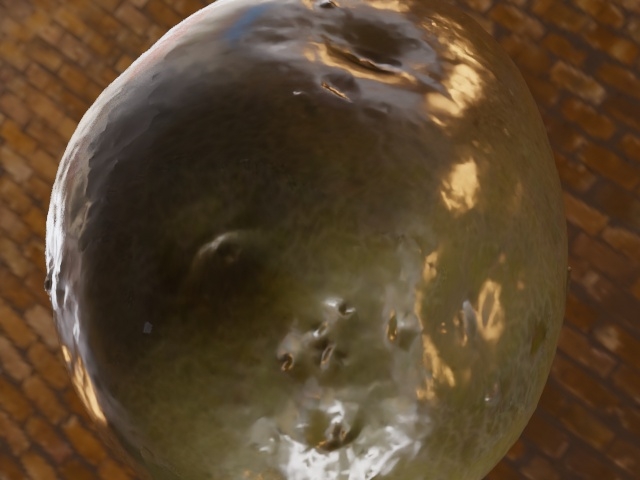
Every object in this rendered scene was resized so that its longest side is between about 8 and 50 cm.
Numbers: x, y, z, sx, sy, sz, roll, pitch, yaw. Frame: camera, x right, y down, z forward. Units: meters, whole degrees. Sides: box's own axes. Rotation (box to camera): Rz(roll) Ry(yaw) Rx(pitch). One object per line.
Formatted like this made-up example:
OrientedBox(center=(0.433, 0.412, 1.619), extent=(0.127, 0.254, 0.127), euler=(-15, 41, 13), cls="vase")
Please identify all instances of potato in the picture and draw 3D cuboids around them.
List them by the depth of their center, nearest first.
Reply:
OrientedBox(center=(0.000, 0.000, 0.593), extent=(0.160, 0.178, 0.235), euler=(-20, -154, 44), cls="potato")
